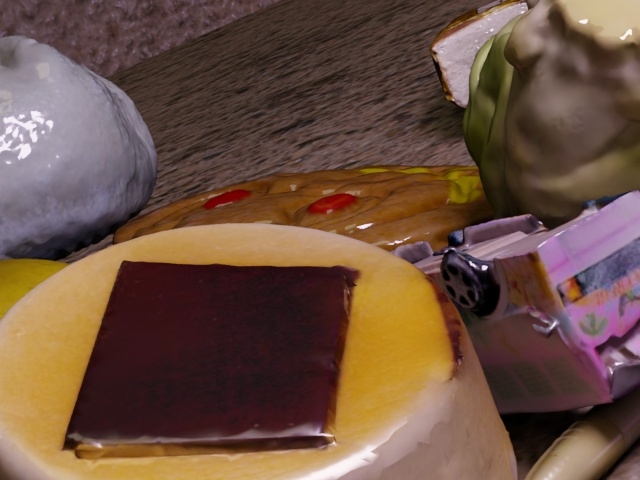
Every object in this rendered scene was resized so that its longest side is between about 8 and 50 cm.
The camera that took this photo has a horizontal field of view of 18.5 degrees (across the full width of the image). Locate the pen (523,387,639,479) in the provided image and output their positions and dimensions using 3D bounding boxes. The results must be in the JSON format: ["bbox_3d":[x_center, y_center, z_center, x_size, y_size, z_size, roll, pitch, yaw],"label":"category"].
[{"bbox_3d":[0.180,0.091,1.108,0.233,0.032,0.040,-34,-5,-43],"label":"pen"}]

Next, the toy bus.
[{"bbox_3d":[0.098,0.044,1.153,0.090,0.112,0.274,-29,6,-26],"label":"toy bus"}]

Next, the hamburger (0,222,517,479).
[{"bbox_3d":[-0.045,0.117,1.014,0.302,0.170,0.302,-3,32,2],"label":"hamburger"}]

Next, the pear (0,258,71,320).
[{"bbox_3d":[-0.237,0.127,1.284,0.340,0.191,0.386,-28,15,-19],"label":"pear"}]

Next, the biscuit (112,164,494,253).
[{"bbox_3d":[-0.002,-0.009,1.488,0.350,0.070,0.394,-16,11,-43],"label":"biscuit"}]

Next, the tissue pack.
[{"bbox_3d":[0.204,-0.201,1.947,0.183,0.092,0.226,-22,8,8],"label":"tissue pack"}]

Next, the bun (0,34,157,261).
[{"bbox_3d":[-0.309,-0.046,1.613,0.354,0.194,0.354,-24,-2,-1],"label":"bun"}]

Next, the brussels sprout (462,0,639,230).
[{"bbox_3d":[0.235,-0.090,1.205,0.273,0.243,0.316,5,-23,-5],"label":"brussels sprout"}]
